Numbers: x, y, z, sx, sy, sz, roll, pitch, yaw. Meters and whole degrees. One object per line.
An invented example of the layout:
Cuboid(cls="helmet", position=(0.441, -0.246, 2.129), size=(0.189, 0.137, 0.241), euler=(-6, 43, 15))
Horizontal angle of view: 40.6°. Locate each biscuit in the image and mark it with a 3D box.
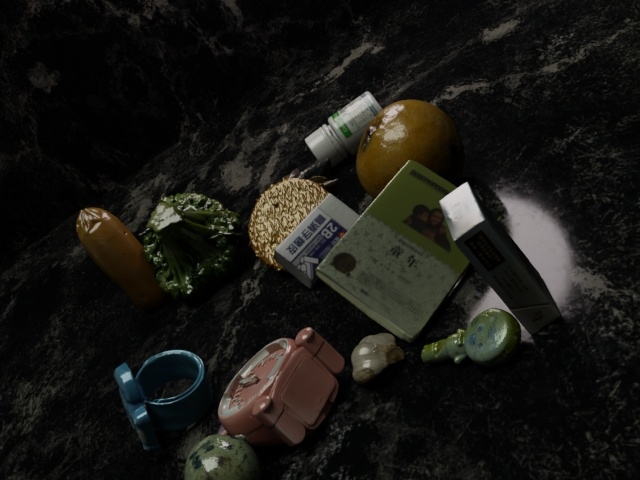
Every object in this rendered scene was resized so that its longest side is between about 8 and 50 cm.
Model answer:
Cuboid(cls="biscuit", position=(-0.066, -0.039, 2.199), size=(0.254, 0.035, 0.254), euler=(-6, 69, 16))

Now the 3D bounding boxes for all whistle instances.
Cuboid(cls="whistle", position=(0.265, 0.184, 1.520), size=(0.198, 0.057, 0.104), euler=(-26, 41, 41))

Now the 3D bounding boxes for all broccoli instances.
Cuboid(cls="broccoli", position=(-0.376, 0.000, 2.399), size=(0.321, 0.283, 0.304), euler=(29, 80, 32))

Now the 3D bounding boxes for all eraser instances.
Cuboid(cls="eraser", position=(0.000, 0.000, 2.094), size=(0.210, 0.124, 0.068), euler=(-47, -14, -21))

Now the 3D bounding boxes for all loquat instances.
Cuboid(cls="loquat", position=(0.204, -0.200, 2.023), size=(0.263, 0.263, 0.263), euler=(-30, 26, 16))

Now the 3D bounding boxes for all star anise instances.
Cuboid(cls="star anise", position=(-0.071, -0.090, 2.358), size=(0.331, 0.118, 0.332), euler=(-25, 35, 19))

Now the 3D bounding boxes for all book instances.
Cuboid(cls="book", position=(0.181, 0.011, 1.742), size=(0.352, 0.239, 0.035), euler=(-49, -13, -26))

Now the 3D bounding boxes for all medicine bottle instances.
Cuboid(cls="medicine bottle", position=(0.081, -0.315, 2.521), size=(0.237, 0.139, 0.139), euler=(-34, 25, 8))

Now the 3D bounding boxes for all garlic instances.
Cuboid(cls="garlic", position=(0.098, 0.221, 1.640), size=(0.094, 0.074, 0.113), euler=(-18, 23, 46))

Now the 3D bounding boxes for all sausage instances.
Cuboid(cls="sausage", position=(-0.566, 0.049, 2.480), size=(0.134, 0.354, 0.116), euler=(-46, 26, -14))

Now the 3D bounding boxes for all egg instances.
Cuboid(cls="egg", position=(-0.179, 0.423, 1.577), size=(0.141, 0.141, 0.181), euler=(-42, 18, -10))

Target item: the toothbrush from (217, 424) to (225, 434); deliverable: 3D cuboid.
Cuboid(cls="toothbrush", position=(-0.193, 0.386, 1.799), size=(0.024, 0.029, 0.354), euler=(-21, 27, 26))

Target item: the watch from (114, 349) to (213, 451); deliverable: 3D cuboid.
Cuboid(cls="watch", position=(-0.336, 0.344, 1.915), size=(0.193, 0.211, 0.211), euler=(-25, 21, -18))

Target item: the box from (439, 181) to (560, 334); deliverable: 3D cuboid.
Cuboid(cls="box", position=(0.307, 0.030, 1.491), size=(0.067, 0.243, 0.155), euler=(-35, 23, 17))

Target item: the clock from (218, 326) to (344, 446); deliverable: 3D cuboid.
Cuboid(cls="clock", position=(-0.089, 0.306, 1.688), size=(0.241, 0.142, 0.227), euler=(-24, 26, 48))

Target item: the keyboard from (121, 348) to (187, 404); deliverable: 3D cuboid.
Cuboid(cls="keyboard", position=(-0.419, 0.343, 2.187), size=(0.202, 0.011, 0.067), euler=(-33, 27, 9))
